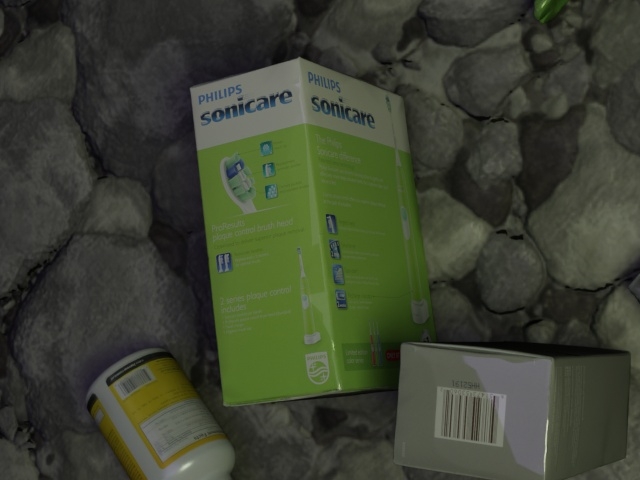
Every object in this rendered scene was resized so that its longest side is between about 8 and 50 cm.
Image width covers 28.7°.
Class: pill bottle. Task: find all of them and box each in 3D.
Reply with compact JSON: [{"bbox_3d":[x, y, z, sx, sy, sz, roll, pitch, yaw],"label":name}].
[{"bbox_3d":[-0.150,0.205,1.251,0.103,0.103,0.184,-44,68,19],"label":"pill bottle"}]

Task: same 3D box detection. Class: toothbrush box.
[{"bbox_3d":[0.000,0.000,1.126,0.122,0.206,0.283,-10,82,28],"label":"toothbrush box"}]

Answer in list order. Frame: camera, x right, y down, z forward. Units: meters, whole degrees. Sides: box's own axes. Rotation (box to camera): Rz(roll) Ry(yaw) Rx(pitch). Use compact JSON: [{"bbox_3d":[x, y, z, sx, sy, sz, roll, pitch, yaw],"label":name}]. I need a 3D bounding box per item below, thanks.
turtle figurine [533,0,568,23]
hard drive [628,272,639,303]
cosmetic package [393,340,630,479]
[{"bbox_3d":[0.092,-0.291,1.109,0.266,0.274,0.198,42,140,21],"label":"turtle figurine"},{"bbox_3d":[0.394,0.014,0.994,0.254,0.054,0.172,-45,68,19],"label":"hard drive"},{"bbox_3d":[0.163,0.133,1.011,0.127,0.238,0.107,3,90,26],"label":"cosmetic package"}]
